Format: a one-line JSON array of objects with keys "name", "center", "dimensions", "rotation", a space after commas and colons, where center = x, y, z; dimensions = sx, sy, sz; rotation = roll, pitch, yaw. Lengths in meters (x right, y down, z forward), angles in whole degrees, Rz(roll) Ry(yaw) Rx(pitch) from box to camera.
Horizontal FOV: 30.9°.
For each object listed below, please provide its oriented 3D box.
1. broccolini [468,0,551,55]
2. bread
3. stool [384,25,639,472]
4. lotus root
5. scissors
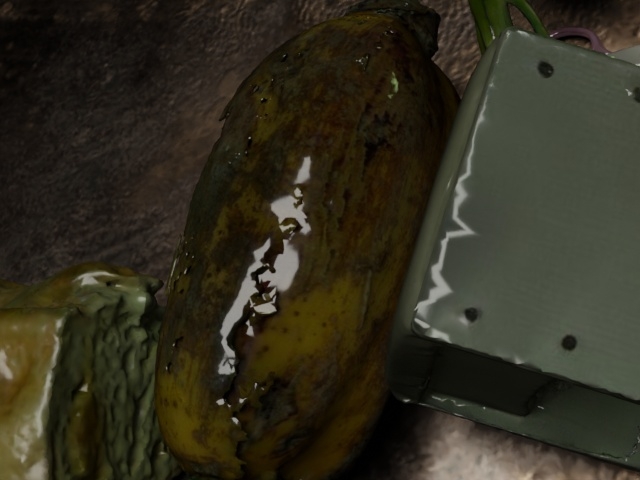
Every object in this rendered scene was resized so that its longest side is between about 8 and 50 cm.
[{"name": "broccolini", "center": [0.130, -0.195, 0.783], "dimensions": [0.074, 0.392, 0.079], "rotation": [-20, 23, -12]}, {"name": "bread", "center": [-0.244, 0.128, 0.884], "dimensions": [0.252, 0.196, 0.238], "rotation": [3, 75, 27]}, {"name": "stool", "center": [0.187, 0.034, 0.661], "dimensions": [0.270, 0.243, 0.170], "rotation": [17, 77, 6]}, {"name": "lotus root", "center": [0.000, 0.000, 0.829], "dimensions": [0.179, 0.196, 0.397], "rotation": [11, 70, 23]}, {"name": "scissors", "center": [0.246, -0.136, 0.876], "dimensions": [0.176, 0.022, 0.085], "rotation": [-8, 66, 23]}]
